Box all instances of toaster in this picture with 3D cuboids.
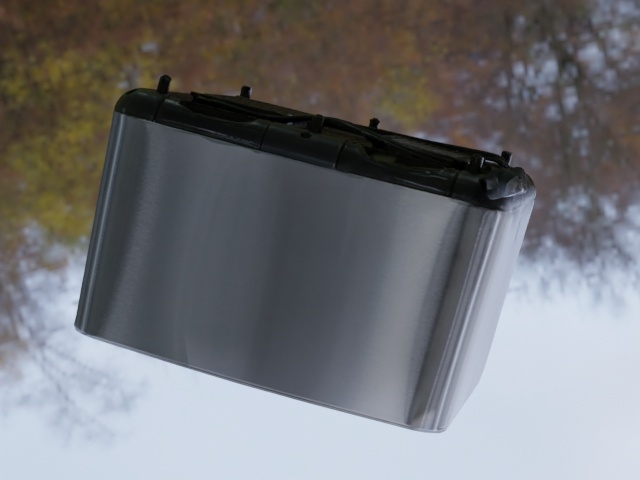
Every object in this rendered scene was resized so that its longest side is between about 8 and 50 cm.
[{"bbox_3d":[0.000,0.000,0.669,0.168,0.110,0.186,14,-174,10],"label":"toaster"}]
